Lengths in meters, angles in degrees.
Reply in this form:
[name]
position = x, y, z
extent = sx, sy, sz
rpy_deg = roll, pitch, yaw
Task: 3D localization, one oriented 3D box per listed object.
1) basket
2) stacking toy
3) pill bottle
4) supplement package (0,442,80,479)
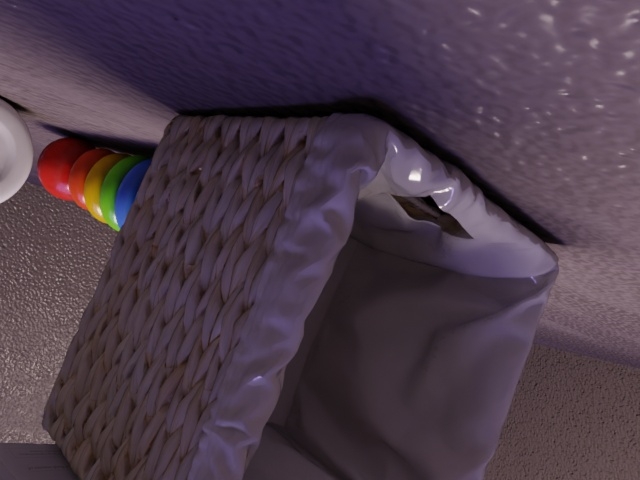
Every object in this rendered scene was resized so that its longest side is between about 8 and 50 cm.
[basket]
position = -0.009, 0.088, 0.544
extent = 0.267, 0.331, 0.328
rpy_deg = 20, 176, 44
[stacking toy]
position = -0.252, -0.062, 0.804
extent = 0.331, 0.141, 0.141
rpy_deg = 20, 175, 26
[pill bottle]
position = -0.504, -0.128, 0.801
extent = 0.264, 0.146, 0.146
rpy_deg = 12, 172, 38
[supplement package]
position = -0.140, 0.300, 0.448
extent = 0.293, 0.175, 0.178
rpy_deg = 22, 175, 36
